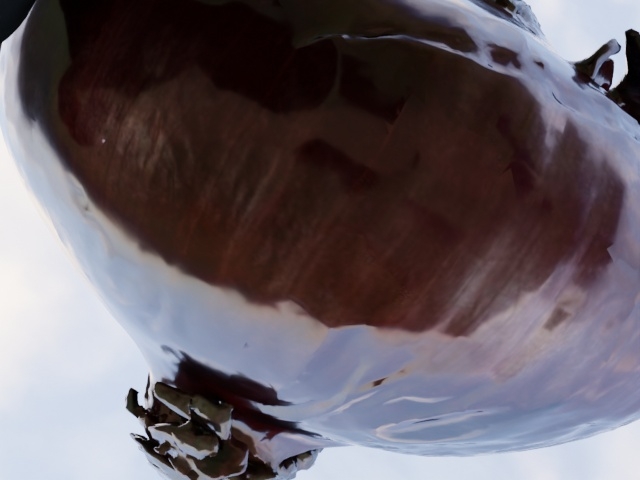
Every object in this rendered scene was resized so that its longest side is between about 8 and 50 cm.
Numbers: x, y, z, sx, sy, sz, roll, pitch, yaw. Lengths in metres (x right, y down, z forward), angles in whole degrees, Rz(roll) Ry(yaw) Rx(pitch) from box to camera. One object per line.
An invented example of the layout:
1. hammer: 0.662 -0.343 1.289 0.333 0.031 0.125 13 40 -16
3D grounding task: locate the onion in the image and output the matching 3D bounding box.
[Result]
1. onion: 0.000 0.000 0.780 0.347 0.347 0.285 30 -84 30

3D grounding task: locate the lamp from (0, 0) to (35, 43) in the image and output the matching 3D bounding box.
1. lamp: -0.125 -0.149 0.607 0.227 0.147 0.172 136 -30 -58
